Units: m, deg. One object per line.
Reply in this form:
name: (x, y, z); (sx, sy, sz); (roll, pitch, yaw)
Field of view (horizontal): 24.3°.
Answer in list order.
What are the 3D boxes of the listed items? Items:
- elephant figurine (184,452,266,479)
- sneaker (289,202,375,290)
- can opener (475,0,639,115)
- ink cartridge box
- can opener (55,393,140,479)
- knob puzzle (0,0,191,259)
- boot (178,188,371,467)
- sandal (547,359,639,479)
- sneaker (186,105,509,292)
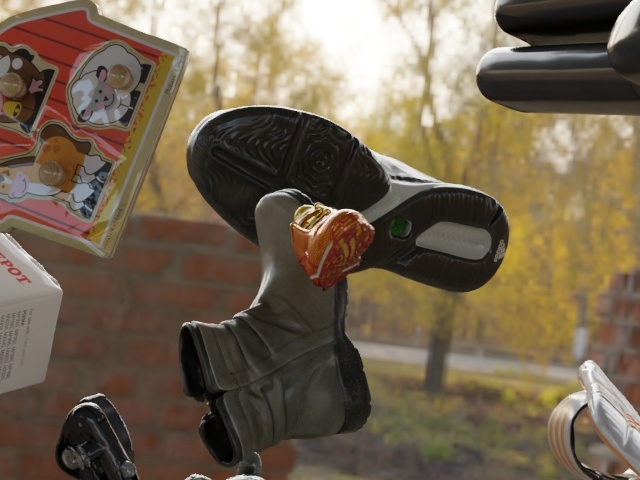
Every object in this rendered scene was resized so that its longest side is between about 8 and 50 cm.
elephant figurine: (-0.136, 0.352, 1.711); (0.239, 0.169, 0.186); (6, 11, -40)
sneaker: (0.000, 0.000, 1.215); (0.064, 0.067, 0.175); (-38, -4, -12)
can opener: (0.138, -0.099, 0.669); (0.095, 0.076, 0.283); (17, -2, -24)
ink cartridge box: (-0.354, 0.058, 1.189); (0.237, 0.100, 0.172); (-13, 39, -42)
can opener: (-0.160, 0.216, 1.230); (0.073, 0.186, 0.059); (-24, -2, -42)
knob puzzle: (-0.216, -0.097, 1.133); (0.213, 0.213, 0.030); (7, -7, 16)
boot: (-0.055, 0.071, 1.330); (0.161, 0.247, 0.083); (-5, -17, -35)
sandal: (0.249, 0.178, 1.329); (0.102, 0.076, 0.265); (48, 8, 0)
sneaker: (-0.011, -0.057, 1.794); (0.447, 0.169, 0.257); (19, 2, -35)
